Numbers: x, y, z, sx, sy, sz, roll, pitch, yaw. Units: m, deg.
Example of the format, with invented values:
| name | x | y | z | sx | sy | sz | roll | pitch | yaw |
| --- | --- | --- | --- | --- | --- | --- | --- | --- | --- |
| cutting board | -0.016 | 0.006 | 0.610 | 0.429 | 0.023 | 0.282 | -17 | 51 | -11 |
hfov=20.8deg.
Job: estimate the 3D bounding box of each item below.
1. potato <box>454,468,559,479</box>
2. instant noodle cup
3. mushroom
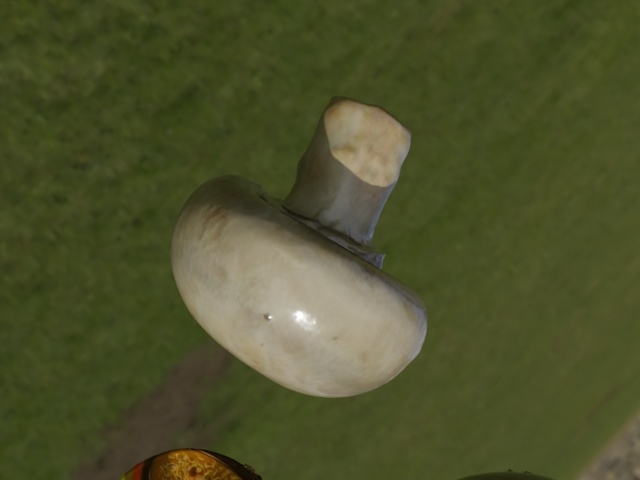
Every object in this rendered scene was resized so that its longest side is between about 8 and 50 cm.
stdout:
| name | x | y | z | sx | sy | sz | roll | pitch | yaw |
| --- | --- | --- | --- | --- | --- | --- | --- | --- | --- |
| potato | 0.182 | 0.374 | 1.522 | 0.385 | 0.442 | 0.319 | 4 | 111 | -45 |
| instant noodle cup | -0.125 | 0.345 | 1.886 | 0.213 | 0.213 | 0.174 | -45 | 158 | -5 |
| mushroom | 0.001 | 0.016 | 1.275 | 0.209 | 0.206 | 0.206 | -38 | 164 | -21 |
